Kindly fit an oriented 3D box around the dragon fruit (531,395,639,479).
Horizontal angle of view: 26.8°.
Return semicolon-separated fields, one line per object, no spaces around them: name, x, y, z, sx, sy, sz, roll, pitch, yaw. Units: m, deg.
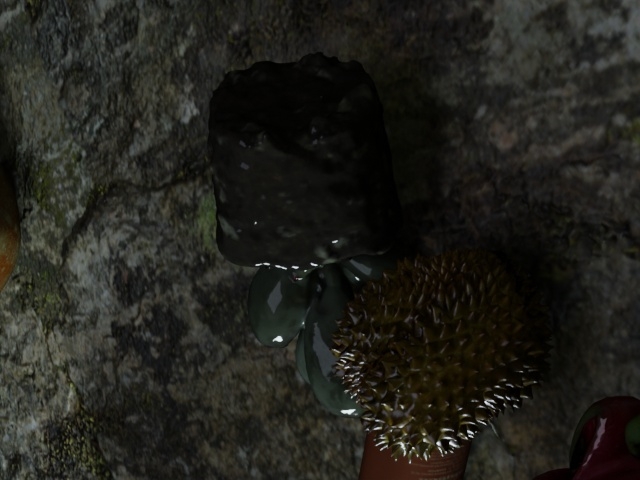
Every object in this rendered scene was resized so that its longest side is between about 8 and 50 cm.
dragon fruit;0.202;0.184;0.762;0.218;0.198;0.273;30;105;-2

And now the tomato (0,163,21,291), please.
tomato;-0.486;-0.016;1.658;0.270;0.223;0.270;-4;84;39

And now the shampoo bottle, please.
shampoo bottle;0.064;0.228;1.064;0.085;0.085;0.244;35;127;45

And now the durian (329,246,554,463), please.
durian;0.080;0.074;0.934;0.158;0.168;0.137;30;155;52

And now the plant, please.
plant;0.000;-0.002;1.044;0.146;0.149;0.274;-78;-20;-59
